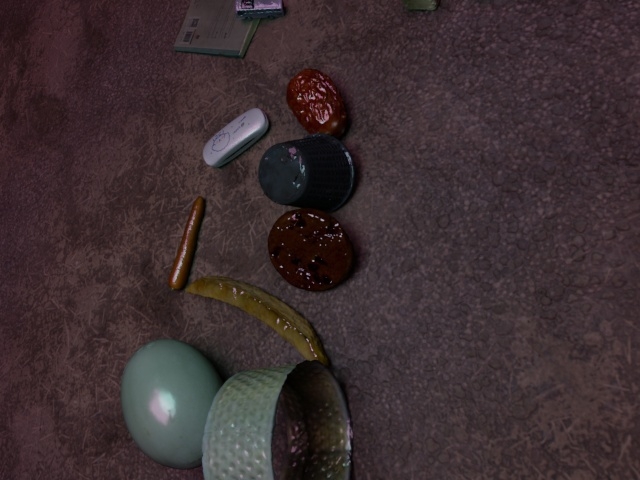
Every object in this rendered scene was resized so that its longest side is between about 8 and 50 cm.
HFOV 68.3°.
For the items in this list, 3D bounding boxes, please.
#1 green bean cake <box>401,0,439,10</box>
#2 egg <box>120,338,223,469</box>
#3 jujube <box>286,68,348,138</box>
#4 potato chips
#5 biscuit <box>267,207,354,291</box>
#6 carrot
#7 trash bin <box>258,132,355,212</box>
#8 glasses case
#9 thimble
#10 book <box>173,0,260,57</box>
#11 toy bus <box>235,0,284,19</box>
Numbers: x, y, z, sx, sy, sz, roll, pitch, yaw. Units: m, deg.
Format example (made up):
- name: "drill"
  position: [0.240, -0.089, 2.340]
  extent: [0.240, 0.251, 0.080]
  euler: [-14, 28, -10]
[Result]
- name: "green bean cake"
  position: [0.230, -0.610, 1.030]
  extent: [0.085, 0.109, 0.179]
  euler: [14, 82, 30]
- name: "egg"
  position: [-0.302, 0.332, 0.978]
  extent: [0.203, 0.203, 0.283]
  euler: [-44, 65, 10]
- name: "jujube"
  position: [-0.005, -0.305, 1.070]
  extent: [0.176, 0.109, 0.112]
  euler: [58, 140, 19]
- name: "potato chips"
  position: [-0.135, 0.152, 1.029]
  extent: [0.406, 0.057, 0.080]
  euler: [22, 100, 30]
- name: "biscuit"
  position: [-0.020, 0.022, 0.973]
  extent: [0.191, 0.049, 0.192]
  euler: [11, 115, 23]
- name: "carrot"
  position: [-0.332, 0.006, 1.180]
  extent: [0.043, 0.043, 0.248]
  euler: [7, 78, 28]
- name: "trash bin"
  position: [-0.040, -0.140, 0.974]
  extent: [0.175, 0.161, 0.176]
  euler: [4, 98, 31]
- name: "glasses case"
  position: [-0.215, -0.258, 1.189]
  extent: [0.197, 0.049, 0.076]
  euler: [-32, 64, 16]
- name: "thimble"
  position: [-0.066, 0.347, 0.820]
  extent: [0.149, 0.270, 0.271]
  euler: [-14, 70, 26]
- name: "book"
  position: [-0.290, -0.628, 1.347]
  extent: [0.282, 0.025, 0.215]
  euler: [20, 87, 31]
- name: "toy bus"
  position: [-0.161, -0.611, 1.241]
  extent: [0.130, 0.052, 0.037]
  euler: [-1, 88, 2]
